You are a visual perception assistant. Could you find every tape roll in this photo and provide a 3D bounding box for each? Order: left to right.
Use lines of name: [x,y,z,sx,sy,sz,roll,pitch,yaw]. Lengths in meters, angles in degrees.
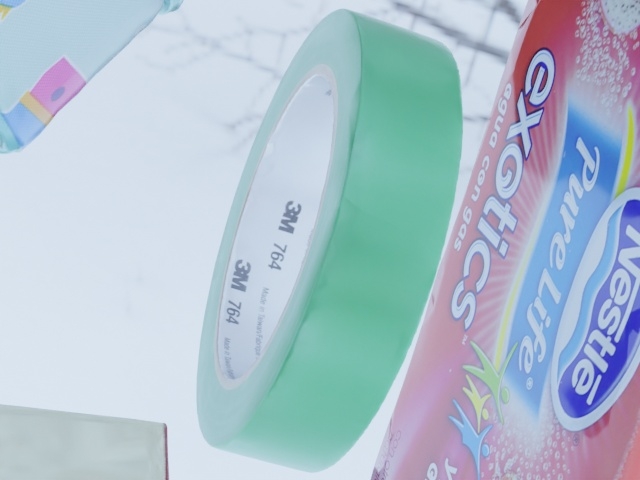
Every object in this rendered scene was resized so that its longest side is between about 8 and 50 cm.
tape roll: [0.000,0.000,1.215,0.077,0.321,0.321,18,30,-15]

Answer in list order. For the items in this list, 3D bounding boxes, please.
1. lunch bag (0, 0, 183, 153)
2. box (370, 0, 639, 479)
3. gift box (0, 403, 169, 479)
lunch bag: [-0.155,-0.166,0.500,0.279,0.224,0.108,39,69,24]
box: [0.116,0.010,0.455,0.128,0.256,0.122,9,21,-22]
gift box: [-0.221,0.207,0.891,0.258,0.276,0.255,7,40,-15]
